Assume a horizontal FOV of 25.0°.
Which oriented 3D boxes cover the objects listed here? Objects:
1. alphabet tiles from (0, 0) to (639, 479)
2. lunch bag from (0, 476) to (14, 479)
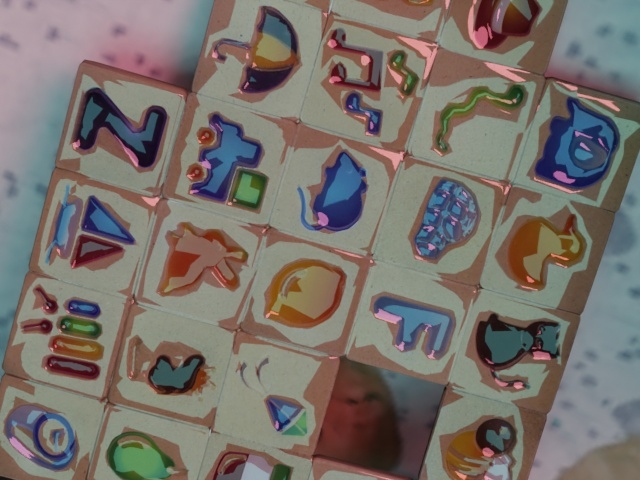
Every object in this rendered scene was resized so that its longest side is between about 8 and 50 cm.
[{"bbox_3d":[0.000,0.000,0.519,0.198,0.009,0.237,16,101,-3],"label":"alphabet tiles"},{"bbox_3d":[-0.073,0.248,0.600,0.256,0.212,0.305,24,118,15],"label":"lunch bag"}]
